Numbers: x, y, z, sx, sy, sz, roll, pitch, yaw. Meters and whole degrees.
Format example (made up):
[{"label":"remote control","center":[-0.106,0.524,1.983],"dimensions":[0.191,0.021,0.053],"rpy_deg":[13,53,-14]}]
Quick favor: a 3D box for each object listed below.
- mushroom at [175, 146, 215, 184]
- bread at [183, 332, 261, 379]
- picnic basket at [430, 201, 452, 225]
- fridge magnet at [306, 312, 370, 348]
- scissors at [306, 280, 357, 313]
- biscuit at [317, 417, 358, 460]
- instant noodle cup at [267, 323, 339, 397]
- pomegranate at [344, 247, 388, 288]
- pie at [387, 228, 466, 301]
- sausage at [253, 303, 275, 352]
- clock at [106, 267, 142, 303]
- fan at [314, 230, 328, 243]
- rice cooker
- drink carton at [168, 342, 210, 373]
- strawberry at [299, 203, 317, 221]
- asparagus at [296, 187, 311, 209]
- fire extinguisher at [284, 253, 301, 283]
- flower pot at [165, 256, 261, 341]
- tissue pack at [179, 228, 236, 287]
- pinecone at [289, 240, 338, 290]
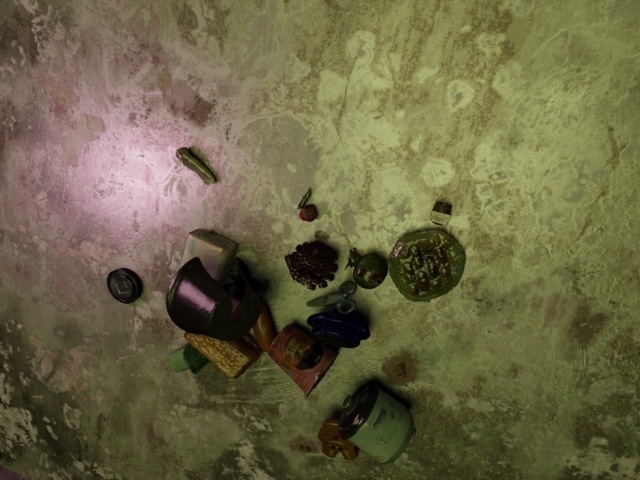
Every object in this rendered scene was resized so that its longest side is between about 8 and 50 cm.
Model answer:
[{"label":"mushroom","center":[-0.526,-0.314,1.771],"dimensions":[0.202,0.054,0.059],"rpy_deg":[43,119,-4]},{"label":"bread","center":[-0.444,0.467,1.920],"dimensions":[0.344,0.149,0.195],"rpy_deg":[42,100,2]},{"label":"picnic basket","center":[0.440,-0.096,1.527],"dimensions":[0.072,0.072,0.083],"rpy_deg":[16,97,12]},{"label":"fridge magnet","center":[0.070,0.363,1.695],"dimensions":[0.266,0.265,0.112],"rpy_deg":[9,64,14]},{"label":"scissors","center":[0.041,0.245,1.714],"dimensions":[0.289,0.041,0.137],"rpy_deg":[-19,58,44]},{"label":"biscuit","center":[0.076,0.913,1.902],"dimensions":[0.186,0.044,0.295],"rpy_deg":[-3,124,16]},{"label":"instant noodle cup","center":[-0.085,0.499,1.792],"dimensions":[0.255,0.244,0.243],"rpy_deg":[36,113,13]},{"label":"pomegranate","center":[0.177,0.113,1.636],"dimensions":[0.169,0.148,0.148],"rpy_deg":[18,110,18]},{"label":"pie","center":[0.400,0.093,1.589],"dimensions":[0.307,0.071,0.306],"rpy_deg":[3,106,9]},{"label":"sausage","center":[-0.257,0.392,1.871],"dimensions":[0.098,0.098,0.238],"rpy_deg":[-8,102,19]},{"label":"clock","center":[-0.966,0.223,2.062],"dimensions":[0.185,0.040,0.184],"rpy_deg":[5,108,15]},{"label":"fan","center":[-0.005,-0.008,1.724],"dimensions":[0.060,0.003,0.080],"rpy_deg":[43,113,2]},{"label":"rice cooker","center":[0.222,0.754,1.745],"dimensions":[0.317,0.264,0.316],"rpy_deg":[30,156,15]},{"label":"drink carton","center":[-0.645,0.564,2.018],"dimensions":[0.142,0.146,0.144],"rpy_deg":[-21,99,30]},{"label":"strawberry","center":[-0.051,-0.107,1.683],"dimensions":[0.083,0.073,0.073],"rpy_deg":[-18,102,58]},{"label":"asparagus","center":[-0.062,-0.167,1.682],"dimensions":[0.021,0.025,0.108],"rpy_deg":[18,115,-34]},{"label":"fire extinguisher","center":[-0.117,0.125,1.778],"dimensions":[0.056,0.039,0.132],"rpy_deg":[-8,107,52]},{"label":"flower pot","center":[-0.395,0.263,1.685],"dimensions":[0.251,0.380,0.379],"rpy_deg":[26,116,45]},{"label":"tissue pack","center":[-0.508,0.106,1.847],"dimensions":[0.202,0.124,0.271],"rpy_deg":[22,110,6]},{"label":"pinecone","center":[-0.024,0.108,1.667],"dimensions":[0.208,0.208,0.207],"rpy_deg":[5,107,15]}]
